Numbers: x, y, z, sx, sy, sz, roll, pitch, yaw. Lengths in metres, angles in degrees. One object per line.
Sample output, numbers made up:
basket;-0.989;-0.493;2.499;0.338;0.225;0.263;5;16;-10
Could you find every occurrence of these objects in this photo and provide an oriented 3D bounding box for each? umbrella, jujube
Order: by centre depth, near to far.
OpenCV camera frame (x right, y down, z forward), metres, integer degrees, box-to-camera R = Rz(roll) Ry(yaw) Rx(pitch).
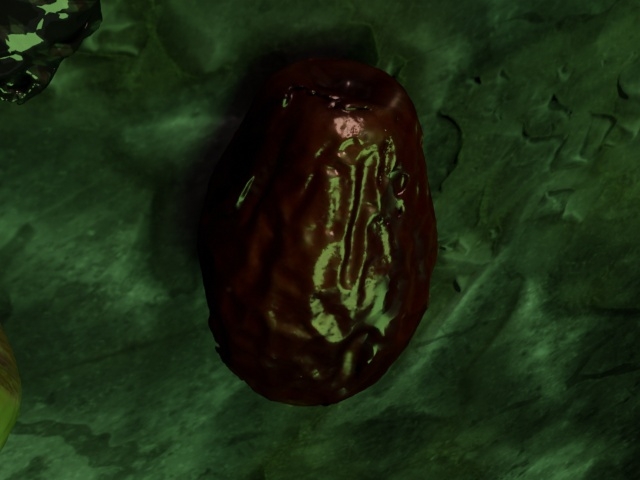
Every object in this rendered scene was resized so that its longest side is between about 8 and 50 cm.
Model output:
umbrella;-0.135;-0.193;1.134;0.272;0.110;0.122;-36;113;1
jujube;0.000;0.000;1.431;0.197;0.197;0.290;-12;127;-32

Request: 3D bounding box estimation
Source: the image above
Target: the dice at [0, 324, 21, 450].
dice;-0.355;0.076;1.171;0.238;0.233;0.227;-35;149;3
